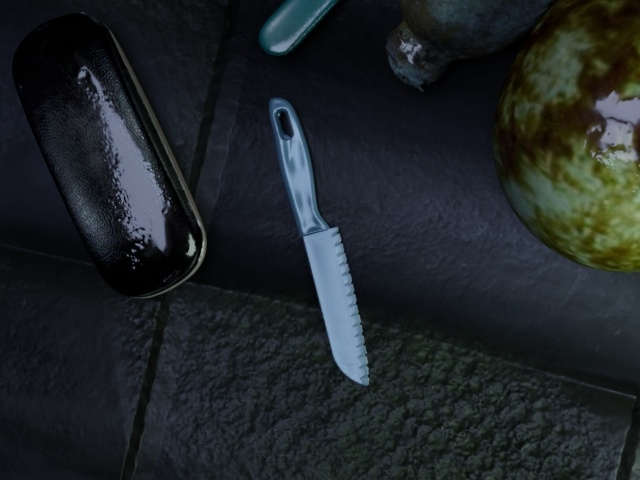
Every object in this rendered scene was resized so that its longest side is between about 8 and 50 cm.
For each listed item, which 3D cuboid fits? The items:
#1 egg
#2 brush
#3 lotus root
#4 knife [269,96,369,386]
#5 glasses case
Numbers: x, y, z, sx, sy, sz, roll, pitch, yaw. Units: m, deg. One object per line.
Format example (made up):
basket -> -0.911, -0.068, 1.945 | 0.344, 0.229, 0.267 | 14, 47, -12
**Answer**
egg -> 0.279, -0.113, 1.287 | 0.238, 0.238, 0.289 | 10, 76, 14
brush -> 0.011, -0.262, 1.468 | 0.043, 0.032, 0.193 | 42, 86, 16
lotus root -> 0.162, -0.287, 1.330 | 0.175, 0.175, 0.349 | 44, 137, 12
knife -> 0.000, 0.000, 1.468 | 0.044, 0.019, 0.313 | -15, 87, 11
glasses case -> -0.223, -0.090, 1.494 | 0.122, 0.075, 0.314 | -28, 82, 14
